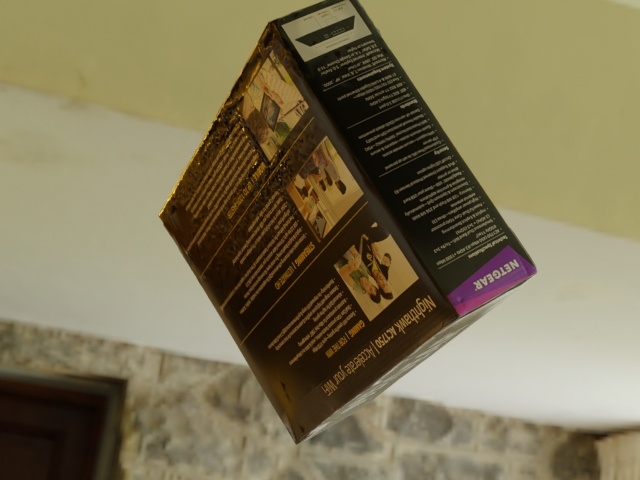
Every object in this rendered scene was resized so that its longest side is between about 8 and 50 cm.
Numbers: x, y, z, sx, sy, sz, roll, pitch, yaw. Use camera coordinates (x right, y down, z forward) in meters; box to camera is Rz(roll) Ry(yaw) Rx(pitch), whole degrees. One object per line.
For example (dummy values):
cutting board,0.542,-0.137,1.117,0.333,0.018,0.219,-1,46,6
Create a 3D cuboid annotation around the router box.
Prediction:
router box,0.000,0.000,0.542,0.046,0.133,0.179,-26,-11,-29
